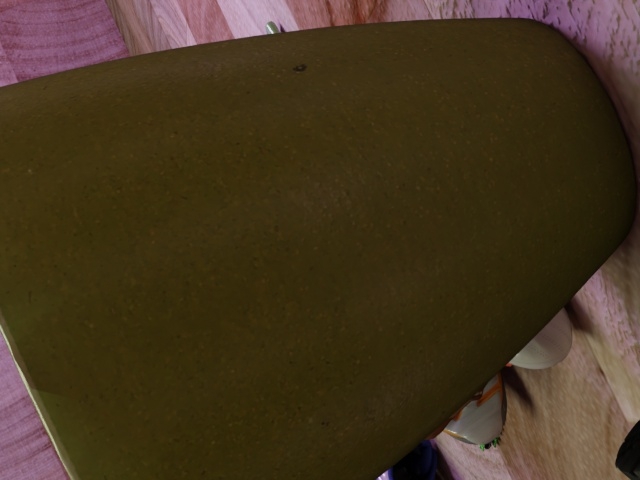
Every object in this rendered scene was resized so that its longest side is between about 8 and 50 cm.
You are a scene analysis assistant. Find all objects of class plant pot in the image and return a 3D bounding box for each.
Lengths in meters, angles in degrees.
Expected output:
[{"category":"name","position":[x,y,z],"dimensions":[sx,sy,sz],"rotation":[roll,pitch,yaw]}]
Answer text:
[{"category":"plant pot","position":[0.000,0.000,0.518],"dimensions":[0.275,0.293,0.275],"rotation":[61,169,21]}]

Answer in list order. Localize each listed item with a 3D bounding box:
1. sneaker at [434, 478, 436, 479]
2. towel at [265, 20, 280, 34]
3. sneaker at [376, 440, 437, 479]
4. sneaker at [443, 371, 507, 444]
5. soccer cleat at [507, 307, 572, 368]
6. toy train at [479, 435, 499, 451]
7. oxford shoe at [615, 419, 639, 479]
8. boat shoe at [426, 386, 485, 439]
[{"category":"sneaker","position":[0.130,0.366,1.276],"dimensions":[0.088,0.092,0.225],"rotation":[69,171,-25]},{"category":"towel","position":[-0.015,-0.148,1.041],"dimensions":[0.113,0.023,0.152],"rotation":[82,163,-51]},{"category":"sneaker","position":[0.095,0.271,1.267],"dimensions":[0.112,0.131,0.296],"rotation":[29,-149,-28]},{"category":"sneaker","position":[0.108,0.112,0.876],"dimensions":[0.083,0.084,0.215],"rotation":[56,180,-33]},{"category":"soccer cleat","position":[0.102,0.006,0.668],"dimensions":[0.196,0.068,0.076],"rotation":[-122,19,-44]},{"category":"toy train","position":[0.155,0.172,0.916],"dimensions":[0.083,0.017,0.024],"rotation":[83,171,-59]},{"category":"oxford shoe","position":[0.203,0.092,0.361],"dimensions":[0.096,0.083,0.227],"rotation":[45,169,3]},{"category":"boat shoe","position":[0.035,0.050,0.832],"dimensions":[0.122,0.120,0.324],"rotation":[23,-169,-27]}]
